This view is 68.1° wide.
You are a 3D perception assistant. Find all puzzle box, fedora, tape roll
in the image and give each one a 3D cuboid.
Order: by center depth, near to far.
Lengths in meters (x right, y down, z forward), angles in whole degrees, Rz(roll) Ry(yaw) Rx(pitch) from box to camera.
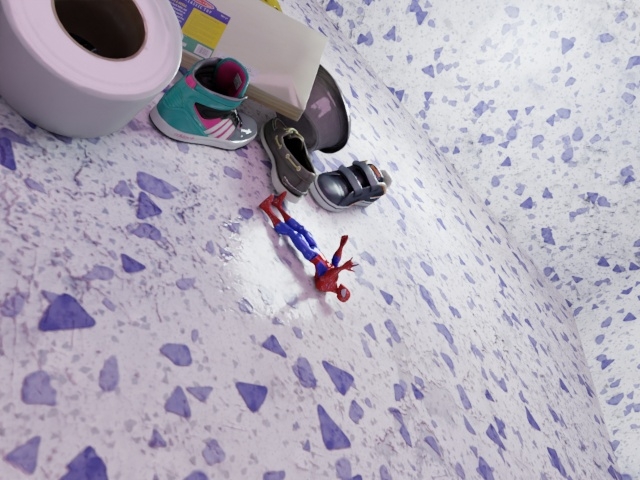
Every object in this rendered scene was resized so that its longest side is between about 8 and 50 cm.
[{"bbox_3d":[-0.359,-0.299,0.719,0.246,0.169,0.246,11,73,-40],"label":"tape roll"},{"bbox_3d":[-0.198,-0.487,1.152,0.408,0.052,0.272,23,61,-14],"label":"puzzle box"},{"bbox_3d":[-0.041,-0.355,1.319,0.124,0.243,0.276,-31,87,-32],"label":"fedora"}]

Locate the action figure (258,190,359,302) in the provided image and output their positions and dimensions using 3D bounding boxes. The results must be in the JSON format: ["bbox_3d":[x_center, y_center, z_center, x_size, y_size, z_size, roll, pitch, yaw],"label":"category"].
[{"bbox_3d":[0.000,0.000,1.020,0.280,0.139,0.091,56,30,4],"label":"action figure"}]

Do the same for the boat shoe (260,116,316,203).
[{"bbox_3d":[-0.077,-0.222,1.184,0.109,0.091,0.305,28,32,-38],"label":"boat shoe"}]

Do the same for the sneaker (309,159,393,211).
[{"bbox_3d":[0.096,-0.165,1.348,0.321,0.127,0.126,-14,70,-57],"label":"sneaker"}]

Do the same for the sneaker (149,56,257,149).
[{"bbox_3d":[-0.202,-0.299,1.018,0.124,0.178,0.295,57,29,10],"label":"sneaker"}]

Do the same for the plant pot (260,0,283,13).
[{"bbox_3d":[-0.216,-0.614,1.348,0.212,0.187,0.212,19,43,-43],"label":"plant pot"}]

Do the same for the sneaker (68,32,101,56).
[{"bbox_3d":[-0.436,-0.398,0.888,0.153,0.101,0.269,40,37,-20],"label":"sneaker"}]
